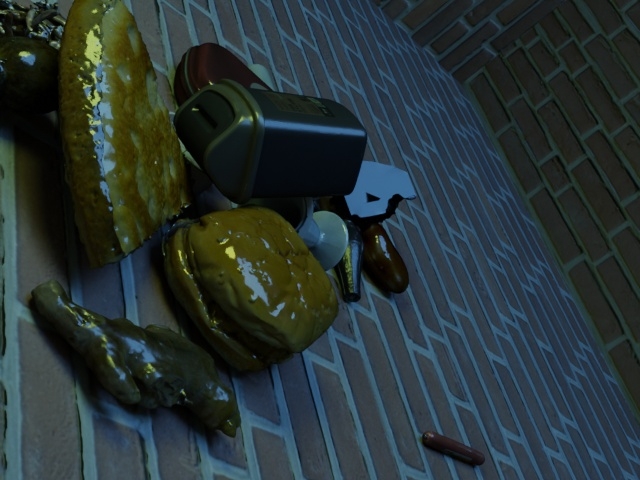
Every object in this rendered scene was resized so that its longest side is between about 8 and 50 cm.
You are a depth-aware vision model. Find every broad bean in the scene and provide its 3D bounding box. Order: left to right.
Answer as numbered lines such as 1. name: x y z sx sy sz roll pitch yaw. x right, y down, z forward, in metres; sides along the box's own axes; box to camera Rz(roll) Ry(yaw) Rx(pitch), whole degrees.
1. broad bean: 0.140 0.044 2.245 0.165 0.084 0.114 51 30 -16

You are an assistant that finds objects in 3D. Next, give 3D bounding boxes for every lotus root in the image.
1. lotus root: -0.438 -0.243 1.471 0.120 0.120 0.209 56 19 10

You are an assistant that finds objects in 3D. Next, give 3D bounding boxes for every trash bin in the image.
1. trash bin: -0.087 -0.165 1.708 0.290 0.182 0.209 1 26 -29

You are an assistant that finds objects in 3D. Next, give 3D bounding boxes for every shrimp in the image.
1. shrimp: -0.441 -0.317 1.591 0.343 0.116 0.145 33 -1 -29

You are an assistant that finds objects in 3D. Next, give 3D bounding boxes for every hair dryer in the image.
1. hair dryer: -0.089 -0.302 2.351 0.236 0.073 0.131 38 24 -38
2. hair dryer: 0.024 0.000 2.051 0.219 0.075 0.195 51 25 -44

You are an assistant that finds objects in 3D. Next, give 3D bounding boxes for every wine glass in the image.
1. wine glass: -0.050 -0.021 1.881 0.196 0.165 0.165 35 26 -55

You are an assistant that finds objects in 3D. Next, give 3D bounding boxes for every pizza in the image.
1. pizza: -0.295 -0.117 1.541 0.406 0.130 0.440 57 24 -66

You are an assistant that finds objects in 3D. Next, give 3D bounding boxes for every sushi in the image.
1. sushi: 0.100 -0.098 2.300 0.172 0.150 0.153 -11 70 -23

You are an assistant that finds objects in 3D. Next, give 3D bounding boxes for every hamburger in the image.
1. hamburger: -0.112 0.063 1.604 0.318 0.158 0.319 42 22 -21

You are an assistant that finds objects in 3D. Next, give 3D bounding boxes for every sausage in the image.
1. sausage: 0.265 0.411 1.991 0.223 0.029 0.029 30 30 -43

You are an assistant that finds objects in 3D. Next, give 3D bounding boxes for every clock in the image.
1. clock: -0.249 -0.155 1.802 0.229 0.063 0.156 27 30 -53

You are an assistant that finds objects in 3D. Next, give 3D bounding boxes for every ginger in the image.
1. ginger: -0.223 0.162 1.323 0.333 0.080 0.166 37 14 -41

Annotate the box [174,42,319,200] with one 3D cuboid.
1. box: -0.135 -0.243 2.105 0.404 0.108 0.263 40 24 -27

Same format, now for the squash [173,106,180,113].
1. squash: -0.194 -0.172 1.934 0.229 0.066 0.066 44 22 -23
